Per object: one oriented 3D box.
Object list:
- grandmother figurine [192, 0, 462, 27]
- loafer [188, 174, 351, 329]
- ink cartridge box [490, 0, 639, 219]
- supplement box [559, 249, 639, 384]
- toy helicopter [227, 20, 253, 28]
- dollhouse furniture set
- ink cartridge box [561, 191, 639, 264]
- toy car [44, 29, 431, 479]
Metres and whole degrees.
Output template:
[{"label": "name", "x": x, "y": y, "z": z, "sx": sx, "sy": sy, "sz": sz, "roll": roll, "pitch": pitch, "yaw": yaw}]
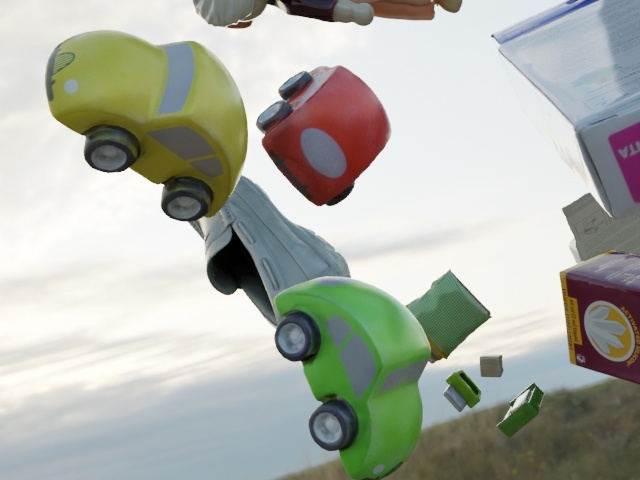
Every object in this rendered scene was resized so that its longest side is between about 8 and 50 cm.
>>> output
[{"label": "grandmother figurine", "x": 0.008, "y": -0.318, "z": 1.297, "sx": 0.343, "sy": 0.208, "sz": 0.104, "roll": -8, "pitch": -60, "yaw": -18}, {"label": "loafer", "x": -0.090, "y": 0.006, "z": 1.195, "sx": 0.111, "sy": 0.112, "sz": 0.319, "roll": -25, "pitch": 36, "yaw": -26}, {"label": "ink cartridge box", "x": 0.212, "y": -0.115, "z": 0.611, "sx": 0.186, "sy": 0.065, "sz": 0.311, "roll": -24, "pitch": 19, "yaw": 8}, {"label": "supplement box", "x": 0.328, "y": 0.080, "z": 0.987, "sx": 0.081, "sy": 0.104, "sz": 0.188, "roll": -20, "pitch": 18, "yaw": -30}, {"label": "toy helicopter", "x": -0.265, "y": -0.426, "z": 1.537, "sx": 0.355, "sy": 0.140, "sz": 0.235, "roll": 9, "pitch": -7, "yaw": 28}, {"label": "dollhouse furniture set", "x": 0.136, "y": 0.108, "z": 0.949, "sx": 0.076, "sy": 0.151, "sz": 0.058, "roll": -45, "pitch": -7, "yaw": 22}, {"label": "ink cartridge box", "x": 0.385, "y": -0.040, "z": 1.269, "sx": 0.181, "sy": 0.056, "sz": 0.224, "roll": -33, "pitch": -42, "yaw": 5}, {"label": "toy car", "x": 0.000, "y": 0.000, "z": 0.490, "sx": 0.053, "sy": 0.225, "sz": 0.239, "roll": -31, "pitch": -13, "yaw": 30}]
